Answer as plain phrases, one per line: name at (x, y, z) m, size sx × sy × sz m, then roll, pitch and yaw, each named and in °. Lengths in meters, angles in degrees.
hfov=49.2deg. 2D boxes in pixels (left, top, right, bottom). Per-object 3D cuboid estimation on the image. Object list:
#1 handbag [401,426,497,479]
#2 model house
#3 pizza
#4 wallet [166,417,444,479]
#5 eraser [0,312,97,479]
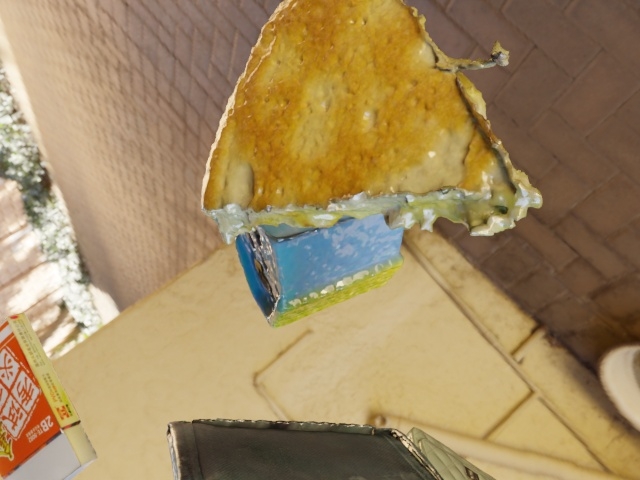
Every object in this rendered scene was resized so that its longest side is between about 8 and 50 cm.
handbag at (0.222, 0.410, 1.053) m, size 0.256 × 0.079 × 0.219 m, roll 37°, pitch -168°, yaw -20°
model house at (0.000, 0.000, 1.118) m, size 0.215 × 0.237 × 0.303 m, roll 51°, pitch 155°, yaw 43°
pizza at (0.036, -0.073, 0.516) m, size 0.287 × 0.280 × 0.075 m, roll 40°, pitch -167°, yaw 36°
wallet at (-0.024, 0.305, 0.915) m, size 0.237 × 0.342 × 0.075 m, roll -144°, pitch 61°, yaw -71°
eraser at (-0.412, 0.238, 0.965) m, size 0.157 × 0.038 × 0.230 m, roll -39°, pitch 76°, yaw 26°
